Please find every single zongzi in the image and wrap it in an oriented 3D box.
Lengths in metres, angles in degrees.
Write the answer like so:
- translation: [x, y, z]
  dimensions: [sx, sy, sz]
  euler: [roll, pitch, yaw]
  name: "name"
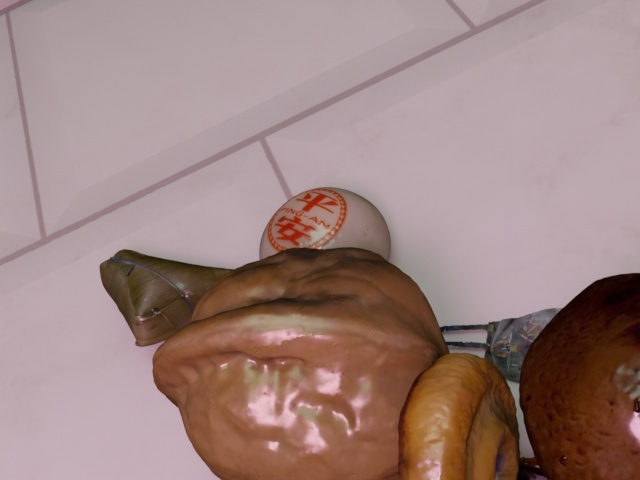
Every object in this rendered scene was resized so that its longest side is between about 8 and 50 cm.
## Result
- translation: [-0.253, 0.063, 1.557]
  dimensions: [0.256, 0.115, 0.228]
  euler: [-28, 40, -17]
  name: "zongzi"

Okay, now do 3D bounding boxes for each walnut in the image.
- translation: [-0.010, 0.178, 1.173]
  dimensions: [0.383, 0.384, 0.384]
  euler: [-11, 49, 13]
  name: "walnut"

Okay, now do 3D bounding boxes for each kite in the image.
- translation: [0.261, 0.161, 1.321]
  dimensions: [0.245, 0.015, 0.141]
  euler: [0, 51, 18]
  name: "kite"

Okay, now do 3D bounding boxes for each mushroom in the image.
- translation: [0.413, 0.190, 1.053]
  dimensions: [0.331, 0.356, 0.334]
  euler: [21, 84, 19]
  name: "mushroom"

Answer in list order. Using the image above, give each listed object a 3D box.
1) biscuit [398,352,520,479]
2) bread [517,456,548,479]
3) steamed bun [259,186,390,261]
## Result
- translation: [0.169, 0.245, 1.008]
  dimensions: [0.091, 0.213, 0.274]
  euler: [-3, 27, 31]
  name: "biscuit"
- translation: [0.223, 0.367, 1.120]
  dimensions: [0.269, 0.095, 0.139]
  euler: [-31, 31, 9]
  name: "bread"
- translation: [0.000, 0.000, 1.473]
  dimensions: [0.231, 0.145, 0.232]
  euler: [-11, 49, 13]
  name: "steamed bun"
